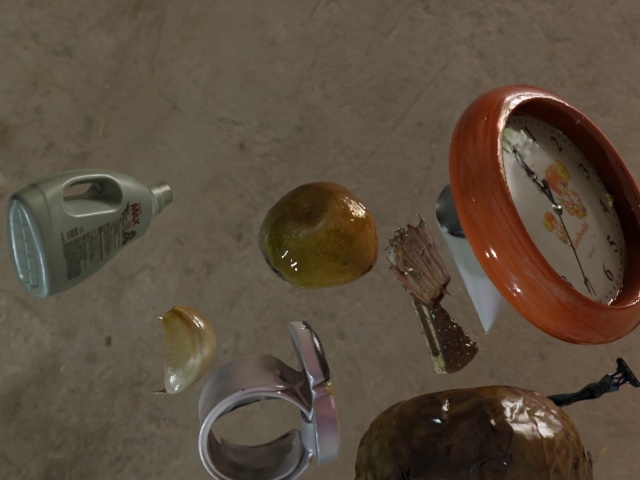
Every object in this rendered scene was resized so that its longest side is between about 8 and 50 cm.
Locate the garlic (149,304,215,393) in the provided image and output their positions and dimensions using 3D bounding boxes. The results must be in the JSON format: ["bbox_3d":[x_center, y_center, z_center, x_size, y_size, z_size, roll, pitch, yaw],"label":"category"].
[{"bbox_3d":[-0.367,0.297,1.668,0.164,0.145,0.245,6,90,-15],"label":"garlic"}]

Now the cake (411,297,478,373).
[{"bbox_3d":[0.349,0.293,1.865,0.246,0.112,0.135,47,61,-12],"label":"cake"}]

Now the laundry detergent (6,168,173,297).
[{"bbox_3d":[-0.500,-0.060,1.407,0.398,0.124,0.264,-35,140,-48],"label":"laundry detergent"}]

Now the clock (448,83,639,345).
[{"bbox_3d":[0.176,-0.023,0.462,0.205,0.051,0.205,16,60,-29],"label":"clock"}]

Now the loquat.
[{"bbox_3d":[0.000,0.000,1.518,0.283,0.276,0.276,-32,108,-5],"label":"loquat"}]

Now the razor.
[{"bbox_3d":[0.343,0.205,0.827,0.044,0.154,0.028,57,37,3],"label":"razor"}]

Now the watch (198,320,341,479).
[{"bbox_3d":[-0.093,0.273,1.036,0.231,0.196,0.244,-10,109,-5],"label":"watch"}]

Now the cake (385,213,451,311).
[{"bbox_3d":[0.178,0.035,1.217,0.098,0.135,0.287,-37,144,-4],"label":"cake"}]

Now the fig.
[{"bbox_3d":[0.193,0.360,0.723,0.286,0.286,0.369,-6,75,-15],"label":"fig"}]

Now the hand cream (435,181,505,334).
[{"bbox_3d":[0.289,0.022,1.049,0.359,0.118,0.186,49,59,-54],"label":"hand cream"}]
